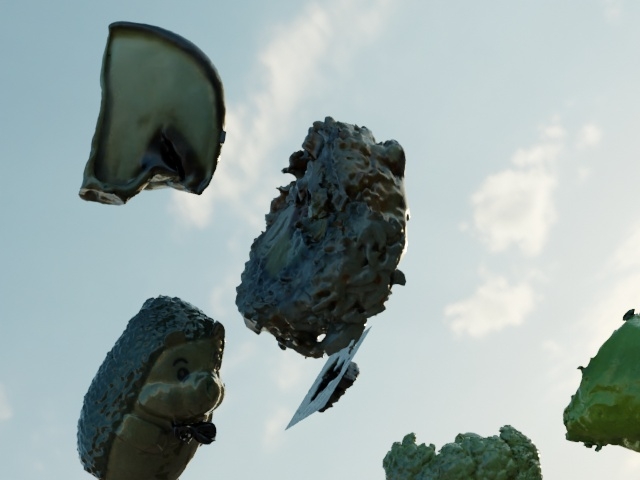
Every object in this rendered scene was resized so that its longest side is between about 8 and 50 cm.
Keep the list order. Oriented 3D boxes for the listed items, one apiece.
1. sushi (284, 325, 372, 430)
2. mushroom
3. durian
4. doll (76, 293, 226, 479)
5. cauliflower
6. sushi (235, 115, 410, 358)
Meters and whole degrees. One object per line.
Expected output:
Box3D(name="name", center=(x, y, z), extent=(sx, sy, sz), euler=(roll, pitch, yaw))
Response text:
Box3D(name="sushi", center=(0.033, 0.318, 2.797), extent=(0.231, 0.047, 0.219), euler=(-56, 8, -33))
Box3D(name="mushroom", center=(-0.262, -0.181, 2.085), extent=(0.217, 0.292, 0.212), euler=(10, -16, -4))
Box3D(name="durian", center=(0.525, 0.192, 1.758), extent=(0.256, 0.339, 0.204), euler=(-45, -51, -42))
Box3D(name="doll", center=(-0.271, 0.269, 2.136), extent=(0.247, 0.247, 0.349), euler=(-1, -64, -51))
Box3D(name="cauliflower", center=(0.228, 0.415, 2.115), extent=(0.250, 0.275, 0.272), euler=(-54, -32, -65))
Box3D(name="sushi", center=(-0.001, 0.004, 2.181), extent=(0.176, 0.417, 0.417), euler=(24, -61, -25))
